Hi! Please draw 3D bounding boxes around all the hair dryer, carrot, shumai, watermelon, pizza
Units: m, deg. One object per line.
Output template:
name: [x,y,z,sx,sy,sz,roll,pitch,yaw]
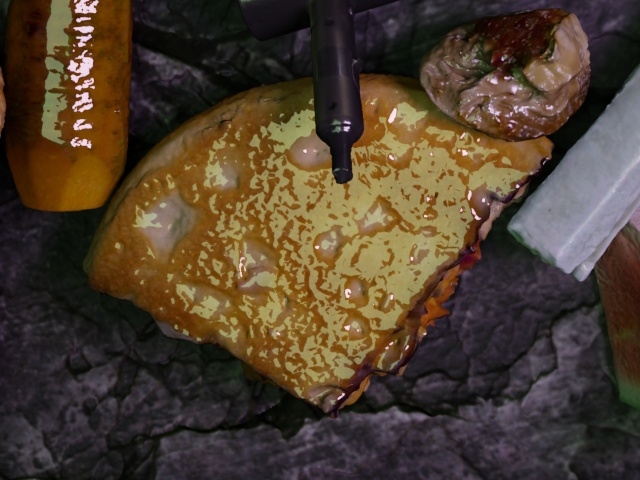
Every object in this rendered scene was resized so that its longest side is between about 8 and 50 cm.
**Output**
hair dryer: [0.035,-0.150,1.115,0.195,0.078,0.248,-14,56,16]
carrot: [-0.208,-0.178,1.209,0.114,0.114,0.302,7,101,12]
shumai: [0.153,-0.144,1.118,0.123,0.139,0.105,47,123,25]
watermelon: [0.296,0.040,1.171,0.207,0.136,0.202,-54,45,43]
pizza: [0.000,0.000,1.195,0.409,0.114,0.277,-20,95,17]

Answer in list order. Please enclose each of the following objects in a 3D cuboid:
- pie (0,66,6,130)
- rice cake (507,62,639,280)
pie: [-0.386,-0.048,1.191,0.339,0.339,0.083,-34,132,17]
rice cake: [0.271,-0.117,1.107,0.066,0.063,0.336,43,101,30]
